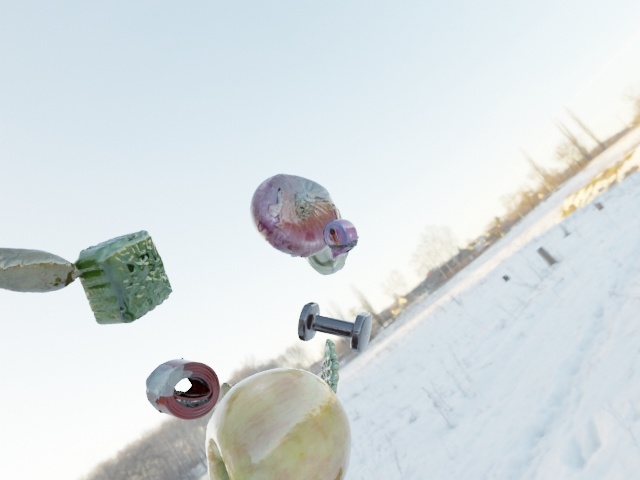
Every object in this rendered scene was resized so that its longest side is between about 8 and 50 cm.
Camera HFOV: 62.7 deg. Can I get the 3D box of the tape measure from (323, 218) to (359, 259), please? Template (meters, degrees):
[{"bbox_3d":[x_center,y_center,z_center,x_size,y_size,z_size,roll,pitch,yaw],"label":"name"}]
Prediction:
[{"bbox_3d":[0.066,-0.011,1.777,0.125,0.118,0.074,-32,-12,38],"label":"tape measure"}]

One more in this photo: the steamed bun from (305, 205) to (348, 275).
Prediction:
[{"bbox_3d":[0.002,0.009,2.574,0.220,0.309,0.324,-4,33,20],"label":"steamed bun"}]

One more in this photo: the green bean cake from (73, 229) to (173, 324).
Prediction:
[{"bbox_3d":[-0.610,0.114,1.646,0.156,0.249,0.247,-9,14,24],"label":"green bean cake"}]

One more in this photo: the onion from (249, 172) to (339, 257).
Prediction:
[{"bbox_3d":[-0.109,-0.077,1.991,0.348,0.347,0.285,-26,-18,-39],"label":"onion"}]

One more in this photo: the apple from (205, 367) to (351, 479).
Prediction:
[{"bbox_3d":[-0.105,0.525,1.346,0.347,0.391,0.391,-14,-23,-32],"label":"apple"}]

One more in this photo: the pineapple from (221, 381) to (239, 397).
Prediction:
[{"bbox_3d":[-0.194,0.581,1.755,0.209,0.286,0.344,-12,24,26],"label":"pineapple"}]

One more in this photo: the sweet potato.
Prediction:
[{"bbox_3d":[-0.884,0.071,1.440,0.423,0.130,0.130,13,-40,-28],"label":"sweet potato"}]

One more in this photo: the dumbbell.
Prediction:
[{"bbox_3d":[0.046,0.278,1.688,0.140,0.226,0.124,-11,-71,-71],"label":"dumbbell"}]

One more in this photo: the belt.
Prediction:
[{"bbox_3d":[-0.544,0.582,2.078,0.115,0.227,0.324,0,-22,33],"label":"belt"}]

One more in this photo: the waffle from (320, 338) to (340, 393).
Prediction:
[{"bbox_3d":[0.037,0.616,2.360,0.292,0.056,0.309,-104,22,-67],"label":"waffle"}]
